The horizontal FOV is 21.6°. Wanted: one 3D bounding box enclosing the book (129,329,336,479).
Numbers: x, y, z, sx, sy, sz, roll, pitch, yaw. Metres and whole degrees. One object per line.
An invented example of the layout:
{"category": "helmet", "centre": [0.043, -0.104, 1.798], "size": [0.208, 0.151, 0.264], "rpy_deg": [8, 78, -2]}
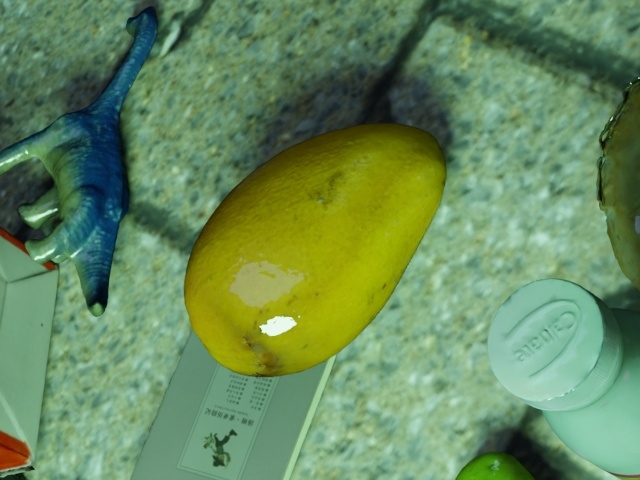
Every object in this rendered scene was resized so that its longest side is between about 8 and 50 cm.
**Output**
{"category": "book", "centre": [-0.060, 0.120, 1.203], "size": [0.127, 0.014, 0.181], "rpy_deg": [11, 71, 33]}

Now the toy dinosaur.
{"category": "toy dinosaur", "centre": [-0.161, -0.060, 1.322], "size": [0.188, 0.075, 0.247], "rpy_deg": [-38, 49, 6]}

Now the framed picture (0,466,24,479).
{"category": "framed picture", "centre": [-0.304, 0.360, 1.272], "size": [0.347, 0.016, 0.265], "rpy_deg": [-47, 54, 8]}

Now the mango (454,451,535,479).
{"category": "mango", "centre": [0.114, 0.180, 1.051], "size": [0.073, 0.056, 0.108], "rpy_deg": [-24, 47, 19]}

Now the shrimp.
{"category": "shrimp", "centre": [0.265, -0.021, 1.037], "size": [0.173, 0.058, 0.253], "rpy_deg": [-53, 49, 14]}

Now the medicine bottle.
{"category": "medicine bottle", "centre": [0.171, 0.085, 0.948], "size": [0.090, 0.217, 0.090], "rpy_deg": [-13, 65, 29]}

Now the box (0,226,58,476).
{"category": "box", "centre": [-0.285, 0.080, 1.292], "size": [0.099, 0.133, 0.182], "rpy_deg": [-14, 59, 30]}

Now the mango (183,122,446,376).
{"category": "mango", "centre": [0.000, 0.000, 1.161], "size": [0.219, 0.112, 0.145], "rpy_deg": [-44, 49, -14]}
